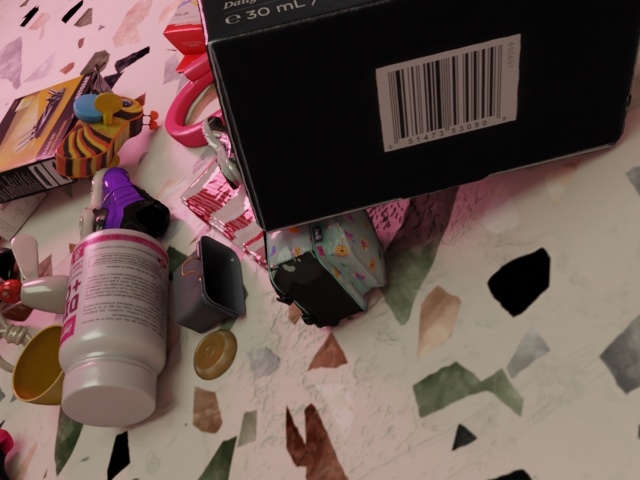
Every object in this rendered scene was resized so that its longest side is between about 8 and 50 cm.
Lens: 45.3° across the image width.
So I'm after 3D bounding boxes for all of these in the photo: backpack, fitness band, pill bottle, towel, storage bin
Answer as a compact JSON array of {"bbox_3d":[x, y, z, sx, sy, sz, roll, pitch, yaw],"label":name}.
[{"bbox_3d":[0.000,0.000,1.051,0.144,0.166,0.188,-31,50,14],"label":"backpack"},{"bbox_3d":[-0.185,-0.298,1.494,0.291,0.054,0.209,-30,49,18],"label":"fitness band"},{"bbox_3d":[-0.322,0.135,1.205,0.160,0.160,0.283,-26,48,21],"label":"pill bottle"},{"bbox_3d":[-0.090,-0.098,1.285,0.237,0.037,0.329,-51,44,-5],"label":"towel"},{"bbox_3d":[-0.187,0.074,1.202,0.091,0.098,0.135,-37,43,25],"label":"storage bin"}]

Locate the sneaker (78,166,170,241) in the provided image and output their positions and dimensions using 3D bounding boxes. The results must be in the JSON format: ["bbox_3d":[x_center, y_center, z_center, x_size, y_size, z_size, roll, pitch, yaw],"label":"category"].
[{"bbox_3d":[-0.349,-0.050,1.412,0.146,0.102,0.293,-2,29,-6],"label":"sneaker"}]

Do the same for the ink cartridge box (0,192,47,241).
[{"bbox_3d":[-0.789,-0.070,1.777,0.261,0.066,0.296,-51,43,-6],"label":"ink cartridge box"}]

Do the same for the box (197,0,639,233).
[{"bbox_3d":[0.086,-0.319,1.012,0.479,0.297,0.472,-15,46,-2],"label":"box"}]

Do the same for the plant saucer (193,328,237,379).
[{"bbox_3d":[-0.164,0.170,1.164,0.083,0.015,0.083,-20,50,26],"label":"plant saucer"}]

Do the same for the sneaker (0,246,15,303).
[{"bbox_3d":[-0.692,0.123,1.543,0.106,0.101,0.267,-13,55,25],"label":"sneaker"}]

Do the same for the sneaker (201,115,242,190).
[{"bbox_3d":[-0.145,-0.158,1.315,0.077,0.072,0.178,-28,50,-1],"label":"sneaker"}]

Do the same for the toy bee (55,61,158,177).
[{"bbox_3d":[-0.416,-0.243,1.544,0.162,0.195,0.298,11,69,-6],"label":"toy bee"}]

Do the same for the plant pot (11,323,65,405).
[{"bbox_3d":[-0.428,0.220,1.272,0.134,0.095,0.134,-20,49,25],"label":"plant pot"}]

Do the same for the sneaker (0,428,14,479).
[{"bbox_3d":[-0.546,0.431,1.205,0.112,0.121,0.299,-13,55,-8],"label":"sneaker"}]

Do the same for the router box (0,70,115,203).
[{"bbox_3d":[-0.609,-0.226,1.685,0.243,0.081,0.309,-14,43,19],"label":"router box"}]

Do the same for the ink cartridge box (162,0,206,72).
[{"bbox_3d":[-0.244,-0.476,1.643,0.134,0.078,0.231,7,65,40],"label":"ink cartridge box"}]

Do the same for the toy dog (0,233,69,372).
[{"bbox_3d":[-0.622,0.084,1.451,0.220,0.333,0.161,-61,3,6],"label":"toy dog"}]
